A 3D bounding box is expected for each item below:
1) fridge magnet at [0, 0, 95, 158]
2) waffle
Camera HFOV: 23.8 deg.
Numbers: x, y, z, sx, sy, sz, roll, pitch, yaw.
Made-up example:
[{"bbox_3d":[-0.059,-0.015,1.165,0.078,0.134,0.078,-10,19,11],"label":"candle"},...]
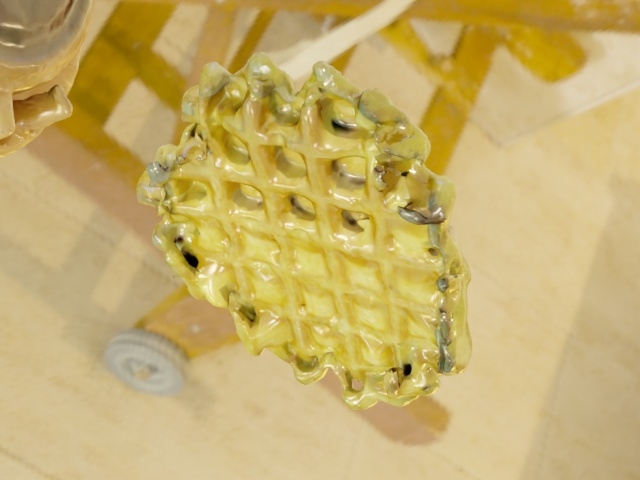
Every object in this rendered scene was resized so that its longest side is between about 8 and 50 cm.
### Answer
[{"bbox_3d":[-0.123,-0.094,0.481,0.143,0.063,0.143,26,57,-50],"label":"fridge magnet"},{"bbox_3d":[-0.002,0.002,1.046,0.280,0.262,0.060,44,49,-8],"label":"waffle"}]
